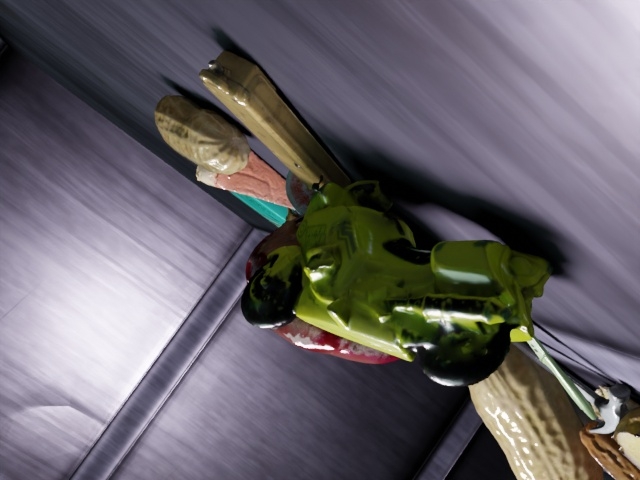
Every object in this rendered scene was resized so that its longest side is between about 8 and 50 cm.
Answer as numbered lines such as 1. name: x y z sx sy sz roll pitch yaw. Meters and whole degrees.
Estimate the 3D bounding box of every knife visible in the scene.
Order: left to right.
1. knife: 0.315 0.167 0.994 0.207 0.014 0.030 52 168 -3

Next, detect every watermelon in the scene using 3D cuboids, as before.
1. watermelon: -0.015 -0.076 1.077 0.061 0.085 0.085 -28 125 38

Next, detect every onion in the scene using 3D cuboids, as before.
1. onion: 0.040 0.037 0.966 0.272 0.195 0.272 16 -153 -8

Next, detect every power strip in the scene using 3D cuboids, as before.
1. power strip: -0.042 -0.123 0.822 0.064 0.044 0.305 33 175 34

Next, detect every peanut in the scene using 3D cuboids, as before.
1. peanut: -0.190 -0.166 1.118 0.194 0.083 0.093 34 174 25
2. peanut: 0.359 0.313 1.188 0.313 0.152 0.152 59 179 11

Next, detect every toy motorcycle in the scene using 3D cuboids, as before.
1. toy motorcycle: 0.072 0.033 0.769 0.342 0.206 0.142 11 162 40

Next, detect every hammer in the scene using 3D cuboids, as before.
1. hammer: 0.343 0.191 1.065 0.246 0.029 0.103 38 146 46

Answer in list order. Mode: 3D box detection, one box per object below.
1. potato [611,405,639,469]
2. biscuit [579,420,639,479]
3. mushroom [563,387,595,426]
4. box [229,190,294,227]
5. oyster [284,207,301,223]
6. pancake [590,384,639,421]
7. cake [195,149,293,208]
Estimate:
1. potato: 0.443 0.247 0.821 0.164 0.081 0.200 50 165 -32
2. biscuit: 0.519 0.353 1.135 0.262 0.052 0.277 41 -166 8
3. mushroom: 0.384 0.272 1.323 0.270 0.103 0.118 42 -177 13
4. box: -0.135 -0.093 1.627 0.161 0.042 0.226 37 174 -2
5. oyster: 0.004 0.005 1.372 0.166 0.094 0.294 19 -174 -14
6. pancake: 0.492 0.287 0.953 0.266 0.057 0.244 35 174 13
7. cake: -0.118 -0.095 1.289 0.225 0.090 0.109 37 169 -34
